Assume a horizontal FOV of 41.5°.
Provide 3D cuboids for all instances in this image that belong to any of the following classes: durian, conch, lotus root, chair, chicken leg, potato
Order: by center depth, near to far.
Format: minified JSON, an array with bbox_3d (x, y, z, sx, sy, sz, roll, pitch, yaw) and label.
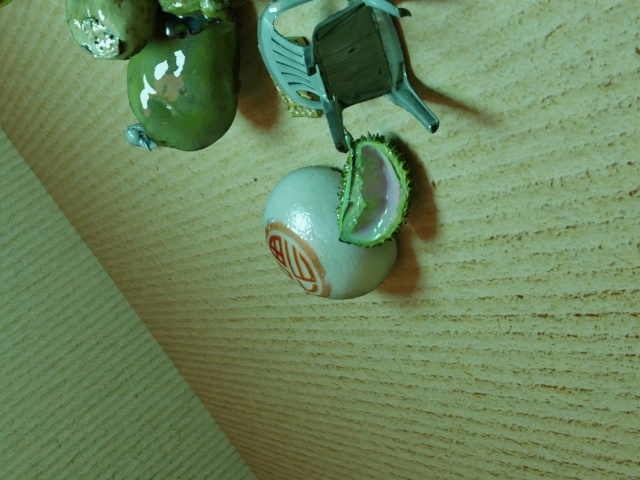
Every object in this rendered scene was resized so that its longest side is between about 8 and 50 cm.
[{"bbox_3d":[0.026,-0.260,1.238,0.274,0.191,0.203,-114,2,-59],"label":"chair"},{"bbox_3d":[-0.128,-0.461,1.303,0.361,0.140,0.211,-16,98,40],"label":"chicken leg"},{"bbox_3d":[-0.350,-0.435,1.440,0.160,0.284,0.146,-3,150,11],"label":"lotus root"},{"bbox_3d":[0.095,-0.094,1.447,0.137,0.095,0.220,9,126,9],"label":"durian"},{"bbox_3d":[-0.244,-0.329,1.552,0.218,0.203,0.351,62,140,41],"label":"potato"},{"bbox_3d":[-0.459,-0.274,2.177,0.085,0.056,0.076,26,142,-17],"label":"conch"}]

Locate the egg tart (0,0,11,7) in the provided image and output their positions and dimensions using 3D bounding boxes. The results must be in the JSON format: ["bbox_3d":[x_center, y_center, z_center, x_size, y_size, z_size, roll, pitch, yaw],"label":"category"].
[{"bbox_3d":[-0.853,-0.698,2.109,0.147,0.203,0.202,48,156,28],"label":"egg tart"}]

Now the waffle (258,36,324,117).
[{"bbox_3d":[-0.043,-0.284,1.476,0.102,0.042,0.148,15,137,54],"label":"waffle"}]

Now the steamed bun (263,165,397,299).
[{"bbox_3d":[0.000,0.000,1.629,0.283,0.177,0.283,39,153,24],"label":"steamed bun"}]
